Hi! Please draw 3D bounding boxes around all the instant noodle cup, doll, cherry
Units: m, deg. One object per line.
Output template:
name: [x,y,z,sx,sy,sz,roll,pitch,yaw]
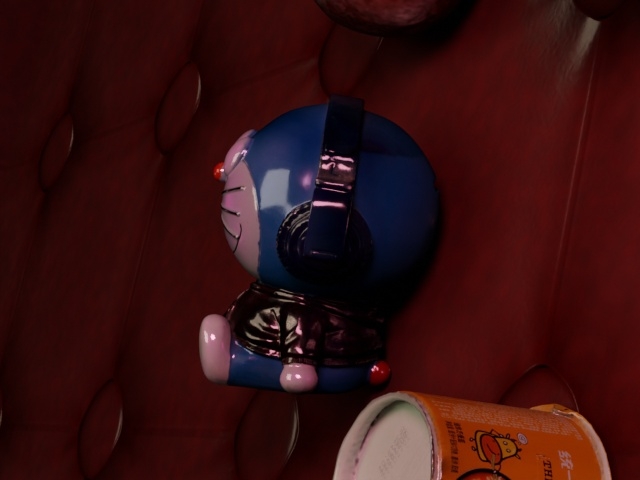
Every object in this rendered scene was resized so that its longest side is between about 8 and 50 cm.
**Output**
instant noodle cup: [0.120,0.228,1.383,0.216,0.172,0.216,-40,41,46]
doll: [0.000,0.000,1.688,0.284,0.240,0.310,-79,-4,-81]
cherry: [0.080,-0.336,1.782,0.300,0.203,0.230,151,130,-70]
